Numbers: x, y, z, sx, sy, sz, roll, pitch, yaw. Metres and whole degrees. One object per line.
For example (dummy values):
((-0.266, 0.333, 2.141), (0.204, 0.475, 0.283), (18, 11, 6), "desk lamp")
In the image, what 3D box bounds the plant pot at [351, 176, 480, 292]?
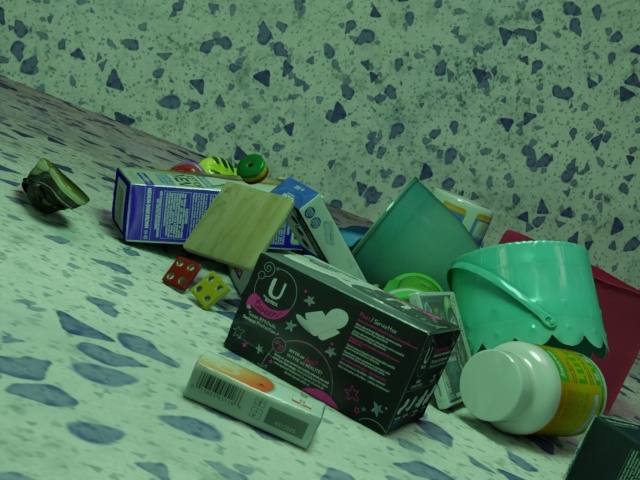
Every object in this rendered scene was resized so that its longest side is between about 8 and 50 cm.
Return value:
((0.207, 0.053, 1.931), (0.255, 0.271, 0.271), (38, 8, 4), "plant pot")

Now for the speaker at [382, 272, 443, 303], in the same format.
((0.158, 0.129, 1.668), (0.131, 0.131, 0.296), (24, 7, 5), "speaker")

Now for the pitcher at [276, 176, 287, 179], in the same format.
((-0.061, -0.038, 2.151), (0.207, 0.125, 0.178), (49, -13, -9), "pitcher")

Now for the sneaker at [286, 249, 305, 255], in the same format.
((-0.075, 0.013, 2.015), (0.234, 0.078, 0.106), (32, 24, 7), "sneaker")

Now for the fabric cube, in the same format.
((0.472, 0.159, 1.928), (0.259, 0.254, 0.258), (22, 9, -13), "fabric cube")

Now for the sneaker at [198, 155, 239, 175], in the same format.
((-0.204, -0.094, 2.180), (0.295, 0.124, 0.109), (40, 37, -46), "sneaker")

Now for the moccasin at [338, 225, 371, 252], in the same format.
((0.101, 0.029, 2.300), (0.138, 0.116, 0.342), (13, 7, 27), "moccasin")

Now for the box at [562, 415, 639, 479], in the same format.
((0.440, 0.322, 1.202), (0.153, 0.108, 0.207), (17, 10, -37), "box")

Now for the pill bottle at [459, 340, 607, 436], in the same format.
((0.316, 0.223, 1.424), (0.136, 0.136, 0.246), (29, 10, 41), "pill bottle")

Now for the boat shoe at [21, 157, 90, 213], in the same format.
((-0.437, -0.077, 1.547), (0.080, 0.073, 0.223), (47, -9, -29), "boat shoe")

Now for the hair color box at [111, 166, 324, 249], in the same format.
((-0.185, -0.058, 1.689), (0.339, 0.110, 0.185), (5, 12, -21), "hair color box")

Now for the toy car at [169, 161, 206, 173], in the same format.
((-0.273, -0.089, 1.871), (0.159, 0.136, 0.182), (22, 7, -6), "toy car")

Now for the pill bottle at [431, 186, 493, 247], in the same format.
((0.276, 0.027, 2.190), (0.152, 0.272, 0.152), (23, 8, -3), "pill bottle")

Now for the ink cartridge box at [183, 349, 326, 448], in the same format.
((-0.064, 0.162, 1.069), (0.145, 0.045, 0.179), (24, 10, 1), "ink cartridge box")

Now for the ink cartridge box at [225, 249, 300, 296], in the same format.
((-0.062, 0.072, 1.648), (0.176, 0.069, 0.371), (22, 5, -16), "ink cartridge box")

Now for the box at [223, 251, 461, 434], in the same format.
((0.032, 0.124, 1.246), (0.247, 0.142, 0.163), (26, 8, 22), "box")

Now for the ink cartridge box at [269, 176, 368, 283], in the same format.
((0.000, 0.000, 1.533), (0.097, 0.046, 0.207), (32, -23, 53), "ink cartridge box")

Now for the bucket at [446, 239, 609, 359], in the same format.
((0.350, 0.119, 1.647), (0.281, 0.183, 0.281), (-2, -17, -1), "bucket")

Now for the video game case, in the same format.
((0.194, 0.163, 1.462), (0.022, 0.173, 0.190), (-19, -10, 22), "video game case")

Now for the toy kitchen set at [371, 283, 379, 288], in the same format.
((0.063, 0.102, 1.795), (0.075, 0.068, 0.083), (24, 7, 5), "toy kitchen set")

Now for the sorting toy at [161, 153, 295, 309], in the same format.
((-0.123, -0.007, 1.452), (0.132, 0.274, 0.046), (16, -28, 31), "sorting toy")
